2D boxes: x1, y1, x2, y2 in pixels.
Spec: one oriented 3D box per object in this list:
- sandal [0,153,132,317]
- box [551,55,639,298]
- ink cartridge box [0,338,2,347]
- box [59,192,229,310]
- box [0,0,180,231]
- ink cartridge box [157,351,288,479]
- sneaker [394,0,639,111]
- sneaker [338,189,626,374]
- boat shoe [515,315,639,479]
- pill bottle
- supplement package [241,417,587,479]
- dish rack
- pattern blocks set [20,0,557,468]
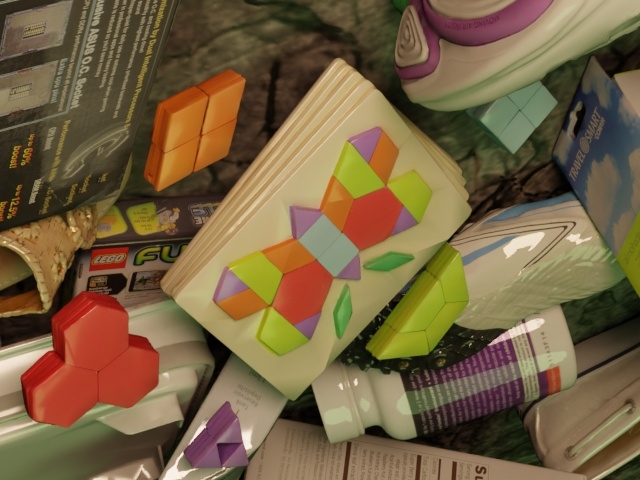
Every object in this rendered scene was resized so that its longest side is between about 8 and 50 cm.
[{"bbox_3d":[-0.183,0.021,0.746,0.240,0.079,0.088,-28,140,-32],"label":"sandal"},{"bbox_3d":[0.218,-0.025,0.871,0.042,0.178,0.109,-14,147,-19],"label":"box"},{"bbox_3d":[-0.290,0.038,0.814,0.127,0.072,0.175,-24,146,7],"label":"ink cartridge box"},{"bbox_3d":[-0.067,0.015,0.919,0.207,0.036,0.114,-4,144,-20],"label":"box"},{"bbox_3d":[-0.176,-0.108,0.588,0.242,0.076,0.307,-21,153,-34],"label":"box"},{"bbox_3d":[-0.087,0.174,0.954,0.066,0.232,0.189,26,160,0],"label":"ink cartridge box"},{"bbox_3d":[0.170,-0.139,0.666,0.152,0.114,0.305,26,135,-37],"label":"sneaker"},{"bbox_3d":[0.109,0.026,0.965,0.237,0.086,0.085,-20,130,-4],"label":"sneaker"},{"bbox_3d":[0.346,0.120,1.158,0.367,0.156,0.136,-29,145,18],"label":"boat shoe"},{"bbox_3d":[0.088,0.090,1.036,0.194,0.108,0.108,-17,147,-2],"label":"pill bottle"},{"bbox_3d":[0.065,0.289,1.172,0.293,0.175,0.177,11,142,-3],"label":"supplement package"},{"bbox_3d":[-0.225,0.146,0.912,0.333,0.072,0.285,-16,164,-17],"label":"dish rack"},{"bbox_3d":[0.000,0.000,0.806,0.285,0.026,0.324,25,101,-44],"label":"pattern blocks set"}]
